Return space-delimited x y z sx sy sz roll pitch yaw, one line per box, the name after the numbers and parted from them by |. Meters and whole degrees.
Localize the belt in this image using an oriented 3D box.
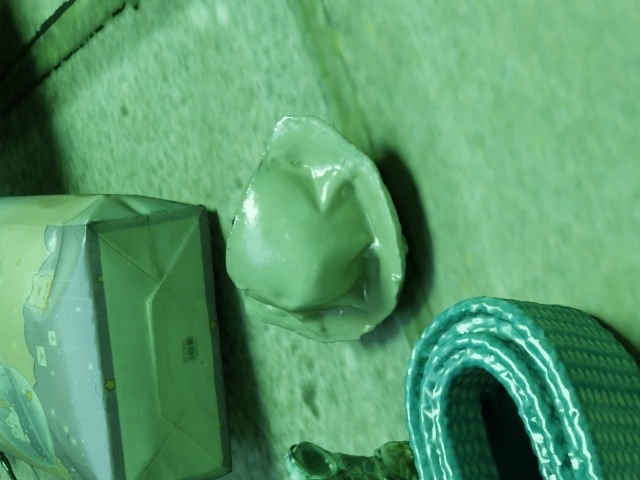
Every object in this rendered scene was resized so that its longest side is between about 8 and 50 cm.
0.061 0.104 0.385 0.100 0.065 0.179 -47 50 35 | belt

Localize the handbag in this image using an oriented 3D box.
-0.106 0.036 0.646 0.173 0.095 0.117 5 101 51 | handbag

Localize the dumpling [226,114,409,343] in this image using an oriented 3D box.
0.001 -0.001 0.493 0.052 0.057 0.076 -74 2 -80 | dumpling

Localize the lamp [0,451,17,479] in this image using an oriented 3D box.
-0.170 0.141 0.863 0.054 0.041 0.121 -43 64 49 | lamp
